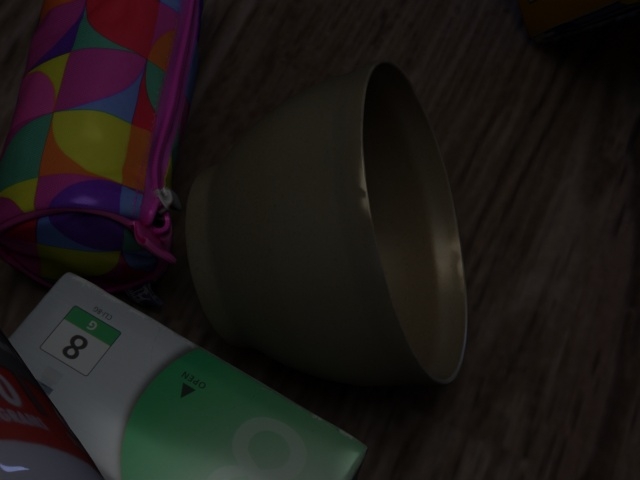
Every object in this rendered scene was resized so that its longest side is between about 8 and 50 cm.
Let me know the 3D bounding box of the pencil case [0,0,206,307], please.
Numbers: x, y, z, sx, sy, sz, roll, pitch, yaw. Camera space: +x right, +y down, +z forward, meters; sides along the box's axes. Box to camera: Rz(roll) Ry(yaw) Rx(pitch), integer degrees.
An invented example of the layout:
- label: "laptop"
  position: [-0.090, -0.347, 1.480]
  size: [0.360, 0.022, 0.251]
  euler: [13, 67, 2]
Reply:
- label: "pencil case"
  position: [-0.113, -0.081, 0.687]
  size: [0.104, 0.104, 0.236]
  euler: [4, 59, -3]

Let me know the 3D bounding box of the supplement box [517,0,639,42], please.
- label: "supplement box"
  position: [0.189, -0.325, 0.719]
  size: [0.195, 0.194, 0.357]
  euler: [-20, 94, -16]

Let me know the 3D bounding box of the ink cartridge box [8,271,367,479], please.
- label: "ink cartridge box"
  position: [-0.111, 0.145, 0.575]
  size: [0.181, 0.056, 0.225]
  euler: [29, 59, 13]

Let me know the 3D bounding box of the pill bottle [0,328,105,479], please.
- label: "pill bottle"
  position: [-0.250, 0.051, 0.507]
  size: [0.210, 0.210, 0.363]
  euler: [-29, 54, -21]

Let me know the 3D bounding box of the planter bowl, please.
- label: "planter bowl"
  position: [0.000, 0.000, 0.627]
  size: [0.109, 0.162, 0.162]
  euler: [-11, 56, 20]
